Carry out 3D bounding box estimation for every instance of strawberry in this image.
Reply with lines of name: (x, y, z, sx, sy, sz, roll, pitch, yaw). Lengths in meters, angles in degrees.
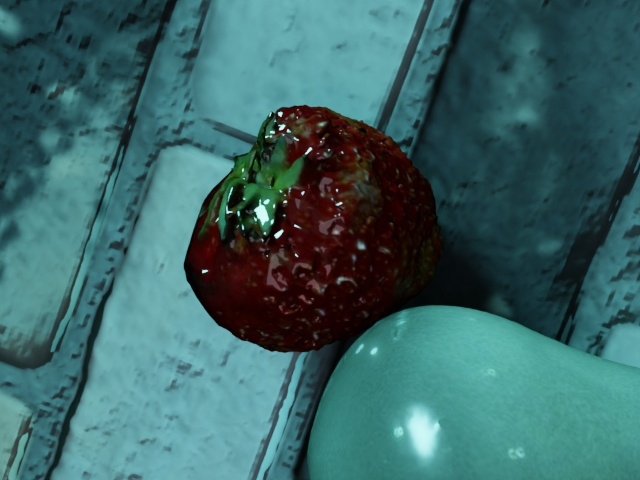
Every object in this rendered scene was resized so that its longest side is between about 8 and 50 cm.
strawberry: (0.000, 0.000, 0.782, 0.106, 0.106, 0.106, 2, 103, 10)

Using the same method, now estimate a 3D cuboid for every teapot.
teapot: (0.129, 0.091, 0.747, 0.251, 0.183, 0.183, -18, 99, 3)
